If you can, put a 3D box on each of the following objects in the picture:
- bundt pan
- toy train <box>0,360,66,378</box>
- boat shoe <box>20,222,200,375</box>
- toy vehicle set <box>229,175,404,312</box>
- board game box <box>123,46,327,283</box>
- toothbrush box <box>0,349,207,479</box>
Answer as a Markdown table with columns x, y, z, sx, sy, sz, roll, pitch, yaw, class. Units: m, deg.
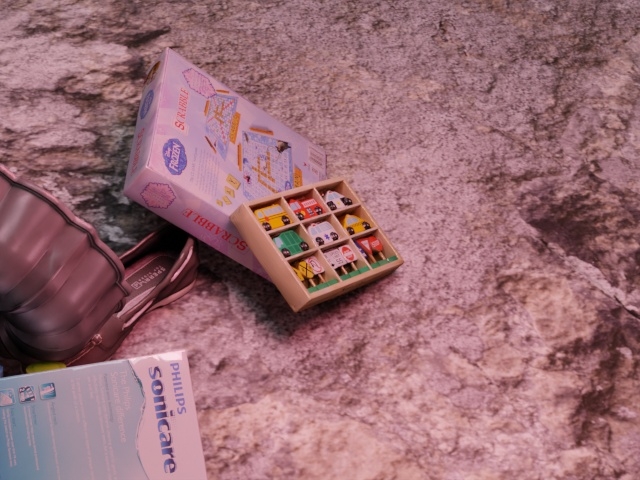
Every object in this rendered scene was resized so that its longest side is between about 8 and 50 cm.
| x | y | z | sx | sy | sz | roll | pitch | yaw | class |
| --- | --- | --- | --- | --- | --- | --- | --- | --- | --- |
| -0.399 | 0.037 | 1.592 | 0.331 | 0.331 | 0.124 | 22 | 62 | 13 | bundt pan |
| -0.319 | 0.208 | 1.580 | 0.248 | 0.143 | 0.105 | 1 | 15 | -12 | toy train |
| -0.285 | 0.075 | 1.811 | 0.112 | 0.095 | 0.335 | 28 | 41 | 20 | boat shoe |
| 0.000 | 0.000 | 1.915 | 0.166 | 0.035 | 0.267 | 54 | 33 | 11 | toy vehicle set |
| -0.130 | -0.104 | 1.982 | 0.318 | 0.066 | 0.318 | 32 | 32 | -23 | board game box |
| -0.284 | 0.250 | 1.470 | 0.295 | 0.126 | 0.216 | -9 | 84 | -22 | toothbrush box |
